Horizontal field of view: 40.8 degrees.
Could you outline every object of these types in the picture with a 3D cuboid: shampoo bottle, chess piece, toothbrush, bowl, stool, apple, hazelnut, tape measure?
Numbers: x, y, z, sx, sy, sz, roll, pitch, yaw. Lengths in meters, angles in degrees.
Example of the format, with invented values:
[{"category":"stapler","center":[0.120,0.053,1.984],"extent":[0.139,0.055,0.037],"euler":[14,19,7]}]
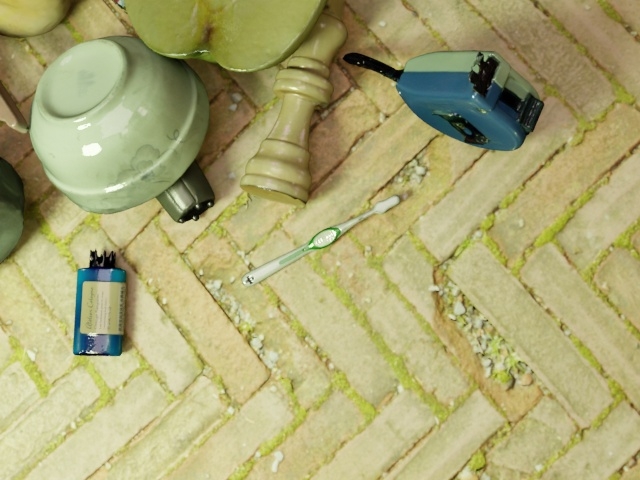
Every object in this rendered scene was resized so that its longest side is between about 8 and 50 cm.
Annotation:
[{"category":"shampoo bottle","center":[-0.377,0.106,1.474],"extent":[0.087,0.050,0.183],"euler":[0,82,10]},{"category":"chess piece","center":[-0.027,-0.260,1.454],"extent":[0.117,0.117,0.397],"euler":[15,83,8]},{"category":"toothbrush","center":[0.000,0.000,1.455],"extent":[0.304,0.030,0.030],"euler":[-28,80,2]},{"category":"bowl","center":[-0.350,-0.215,1.414],"extent":[0.307,0.163,0.307],"euler":[-11,59,18]},{"category":"stool","center":[-0.236,-0.089,1.463],"extent":[0.096,0.096,0.110],"euler":[-33,84,1]},{"category":"apple","center":[-0.143,-0.444,1.364],"extent":[0.312,0.320,0.360],"euler":[10,92,-26]},{"category":"hazelnut","center":[-0.544,-0.477,1.473],"extent":[0.241,0.261,0.261],"euler":[-13,80,-27]},{"category":"tape measure","center":[0.195,-0.235,1.415],"extent":[0.351,0.215,0.097],"euler":[20,83,53]}]

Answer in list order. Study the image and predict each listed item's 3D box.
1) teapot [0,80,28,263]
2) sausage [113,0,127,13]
[{"category":"teapot","center":[-0.664,-0.134,1.422],"extent":[0.376,0.305,0.361],"euler":[-42,73,5]},{"category":"sausage","center":[-0.220,-0.535,1.532],"extent":[0.371,0.082,0.082],"euler":[-45,80,-1]}]
